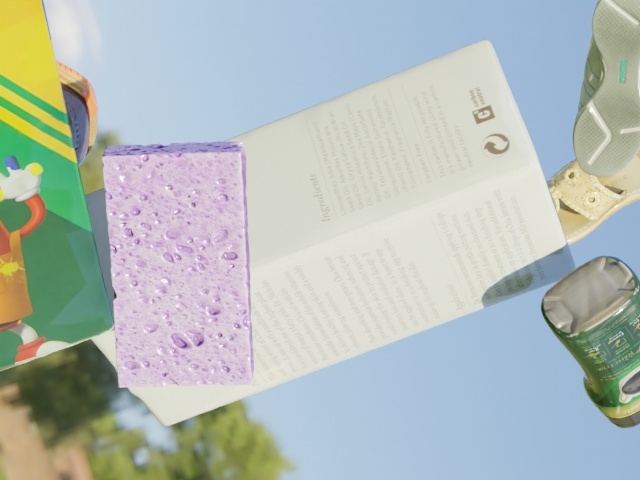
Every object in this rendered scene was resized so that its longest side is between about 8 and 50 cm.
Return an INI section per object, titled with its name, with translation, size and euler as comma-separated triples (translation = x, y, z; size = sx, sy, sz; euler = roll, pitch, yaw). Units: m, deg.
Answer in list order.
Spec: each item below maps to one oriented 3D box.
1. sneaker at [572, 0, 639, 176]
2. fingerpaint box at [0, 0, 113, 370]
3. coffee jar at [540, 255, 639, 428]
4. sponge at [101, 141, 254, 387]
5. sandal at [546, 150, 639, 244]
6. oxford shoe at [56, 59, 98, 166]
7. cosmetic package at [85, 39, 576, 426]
[sneaker]
translation = 0.220, -0.121, 1.429
size = 0.061, 0.054, 0.152
euler = -69, 167, -65
[fingerpaint box]
translation = -0.274, -0.191, 1.099
size = 0.371, 0.163, 0.444
euler = 87, -20, -56
[coffee jar]
translation = 0.286, 0.102, 1.872
size = 0.079, 0.096, 0.184
euler = 55, -1, 45
[sponge]
translation = -0.117, 0.021, 1.617
size = 0.031, 0.117, 0.210
euler = -80, 169, -69
[sandal]
translation = 0.285, -0.066, 2.001
size = 0.079, 0.240, 0.088
euler = 79, -11, -48
[oxford shoe]
translation = -0.304, -0.121, 1.844
size = 0.363, 0.130, 0.132
euler = 62, 34, -69
[cosmetic package]
translation = 0.000, 0.000, 1.901
size = 0.230, 0.453, 0.161
euler = 62, 9, -57
